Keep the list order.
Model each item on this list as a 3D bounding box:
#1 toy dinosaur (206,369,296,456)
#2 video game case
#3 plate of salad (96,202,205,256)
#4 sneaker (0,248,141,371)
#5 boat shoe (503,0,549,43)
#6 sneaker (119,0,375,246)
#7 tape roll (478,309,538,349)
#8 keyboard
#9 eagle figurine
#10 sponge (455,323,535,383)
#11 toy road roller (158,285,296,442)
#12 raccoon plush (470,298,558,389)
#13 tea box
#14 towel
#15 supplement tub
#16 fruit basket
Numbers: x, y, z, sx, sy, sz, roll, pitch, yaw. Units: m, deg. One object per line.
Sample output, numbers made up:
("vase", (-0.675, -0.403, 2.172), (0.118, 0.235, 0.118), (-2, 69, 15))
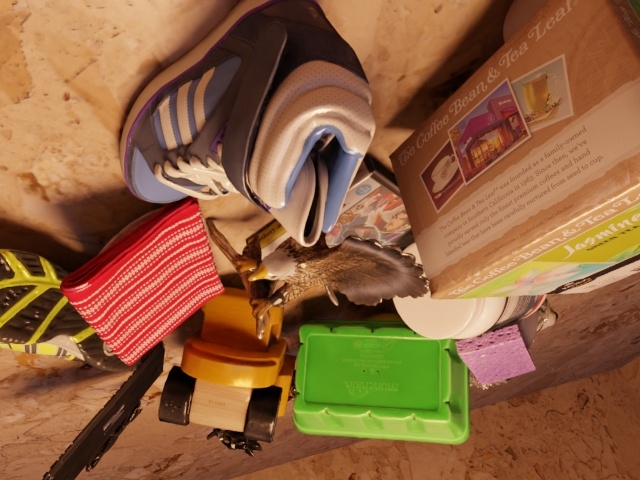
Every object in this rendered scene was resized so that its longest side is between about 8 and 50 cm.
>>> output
("toy dinosaur", (-0.174, 0.358, 1.274), (0.322, 0.218, 0.164), (-18, 115, 12))
("video game case", (0.055, -0.012, 0.936), (0.248, 0.035, 0.275), (-34, 147, 23))
("plate of salad", (-0.246, 0.026, 0.776), (0.200, 0.048, 0.199), (-42, 159, -20))
("sneaker", (-0.385, 0.097, 0.798), (0.147, 0.145, 0.384), (4, 158, 20))
("boat shoe", (0.304, -0.293, 0.564), (0.088, 0.096, 0.267), (-7, 149, -28))
("sneaker", (-0.086, -0.074, 0.551), (0.323, 0.236, 0.130), (-38, 145, 28))
("tape roll", (0.362, 0.165, 1.220), (0.072, 0.219, 0.219), (11, 138, -43))
("keyboard", (-0.405, 0.349, 1.058), (0.317, 0.033, 0.201), (-53, 169, -44))
("eagle figurine", (-0.004, 0.005, 0.710), (0.226, 0.225, 0.298), (39, 125, -19))
("sponge", (0.346, 0.228, 1.079), (0.117, 0.031, 0.210), (-21, 145, 16))
("toy road roller", (-0.146, 0.201, 1.021), (0.203, 0.240, 0.329), (11, -177, 1))
("raccoon plush", (0.348, 0.228, 1.354), (0.447, 0.216, 0.299), (-15, 142, -7))
("tea box", (0.319, -0.087, 0.662), (0.324, 0.219, 0.329), (2, 154, -30))
("towel", (-0.228, 0.065, 0.772), (0.199, 0.031, 0.274), (-40, 158, -22))
("supplement tub", (0.277, 0.072, 1.007), (0.272, 0.191, 0.191), (-5, 149, -45))
("fruit basket", (0.132, 0.277, 1.187), (0.393, 0.282, 0.392), (4, 163, 1))
